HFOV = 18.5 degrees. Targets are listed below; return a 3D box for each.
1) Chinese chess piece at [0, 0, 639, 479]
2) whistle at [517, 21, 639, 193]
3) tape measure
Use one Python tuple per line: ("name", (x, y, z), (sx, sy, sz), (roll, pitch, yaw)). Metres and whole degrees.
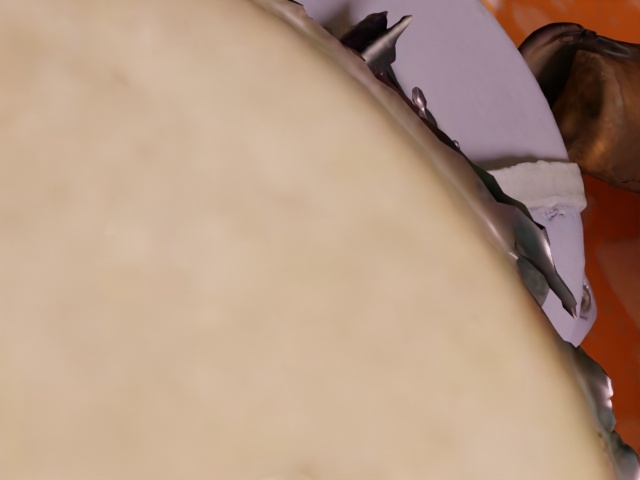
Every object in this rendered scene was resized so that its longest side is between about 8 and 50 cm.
("Chinese chess piece", (-0.107, 0.095, 0.346), (0.349, 0.146, 0.349), (5, 73, -17))
("whistle", (0.209, -0.029, 0.803), (0.326, 0.057, 0.068), (10, 65, -36))
("tape measure", (-0.002, -0.004, 0.582), (0.181, 0.107, 0.182), (53, 48, -14))
